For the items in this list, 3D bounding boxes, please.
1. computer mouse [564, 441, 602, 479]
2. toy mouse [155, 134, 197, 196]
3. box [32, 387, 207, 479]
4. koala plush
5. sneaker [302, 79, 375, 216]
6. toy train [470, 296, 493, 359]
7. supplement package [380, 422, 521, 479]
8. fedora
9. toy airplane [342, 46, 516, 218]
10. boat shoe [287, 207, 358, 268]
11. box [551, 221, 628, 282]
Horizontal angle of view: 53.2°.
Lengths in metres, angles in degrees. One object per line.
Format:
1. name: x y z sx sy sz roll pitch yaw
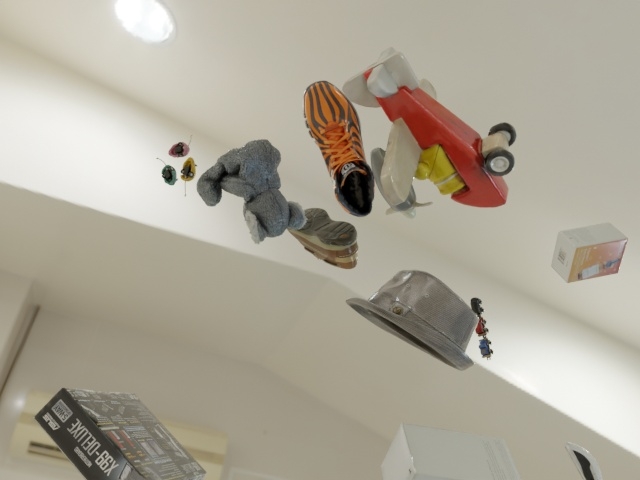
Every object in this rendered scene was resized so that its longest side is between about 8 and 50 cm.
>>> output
1. computer mouse: 0.576 0.506 1.331 0.042 0.193 0.106 -28 -15 8
2. toy mouse: -0.374 -0.200 1.671 0.143 0.160 0.031 14 1 34
3. box: -0.363 0.393 1.208 0.242 0.076 0.307 42 -6 15
4. koala plush: -0.145 -0.102 1.508 0.196 0.221 0.203 -16 -16 -43
5. sneaker: 0.056 -0.200 1.416 0.125 0.180 0.321 -24 -75 3
6. toy train: 0.392 0.213 1.558 0.027 0.158 0.036 -23 -28 33
7. supplement package: 0.200 0.367 0.988 0.179 0.105 0.105 13 -62 -12
8. fedora: 0.195 0.136 1.235 0.244 0.124 0.275 39 -10 -38
9. toy airplane: 0.197 -0.217 1.374 0.386 0.384 0.272 -2 -33 -41
10. boat shoe: 0.000 0.000 1.763 0.123 0.324 0.119 -25 -65 -18
11. box: 0.776 0.035 1.849 0.171 0.091 0.130 -10 -55 -11
